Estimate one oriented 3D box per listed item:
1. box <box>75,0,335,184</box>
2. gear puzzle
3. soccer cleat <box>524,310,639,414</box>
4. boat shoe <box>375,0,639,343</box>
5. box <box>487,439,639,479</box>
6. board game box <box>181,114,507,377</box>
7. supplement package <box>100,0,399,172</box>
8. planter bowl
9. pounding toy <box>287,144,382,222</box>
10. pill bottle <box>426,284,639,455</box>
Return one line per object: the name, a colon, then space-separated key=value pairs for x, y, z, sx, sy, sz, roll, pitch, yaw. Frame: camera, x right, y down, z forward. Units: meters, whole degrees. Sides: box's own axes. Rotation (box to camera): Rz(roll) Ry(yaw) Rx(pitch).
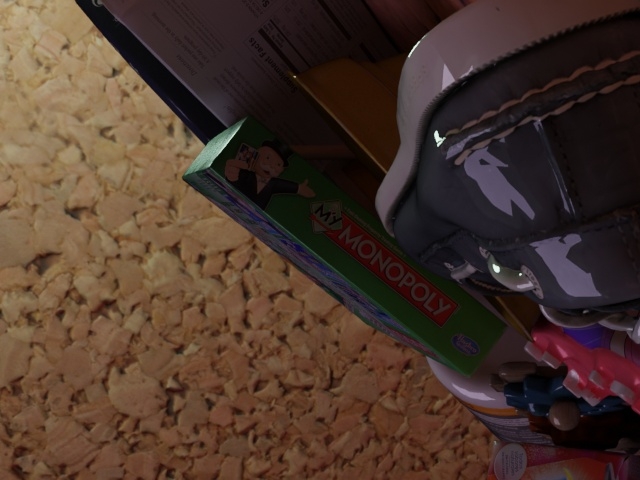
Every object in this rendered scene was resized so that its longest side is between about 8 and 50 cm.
box: x=-0.063 y=-0.172 z=1.299 sx=0.294 sy=0.183 sz=0.296 roll=46 pitch=-178 yaw=10
gear puzzle: x=0.248 y=0.156 z=0.947 sx=0.339 sy=0.175 sz=0.044 roll=43 pitch=-133 yaw=-59
soccer cleat: x=0.189 y=0.055 z=0.664 sx=0.083 sy=0.095 sz=0.248 roll=40 pitch=176 yaw=-12
boat shoe: x=0.089 y=-0.002 z=0.476 sx=0.319 sy=0.116 sz=0.099 roll=59 pitch=-171 yaw=-77
box: x=0.247 y=0.239 z=0.940 sx=0.257 sy=0.123 sz=0.128 roll=23 pitch=163 yaw=-38
board game box: x=0.000 y=0.000 z=0.918 sx=0.213 sy=0.046 sz=0.317 roll=38 pitch=176 yaw=-9
supplement package: x=-0.079 y=-0.197 z=0.982 sx=0.204 sy=0.145 sz=0.262 roll=48 pitch=-178 yaw=38
planter bowl: x=0.084 y=-0.049 z=0.732 sx=0.217 sy=0.090 sz=0.217 roll=48 pitch=-178 yaw=-3
pounding toy: x=0.063 y=-0.053 z=0.925 sx=0.141 sy=0.130 sz=0.100 roll=47 pitch=-178 yaw=7
pill bottle: x=0.217 y=0.124 z=1.122 sx=0.162 sy=0.162 sz=0.278 roll=49 pitch=-178 yaw=43
